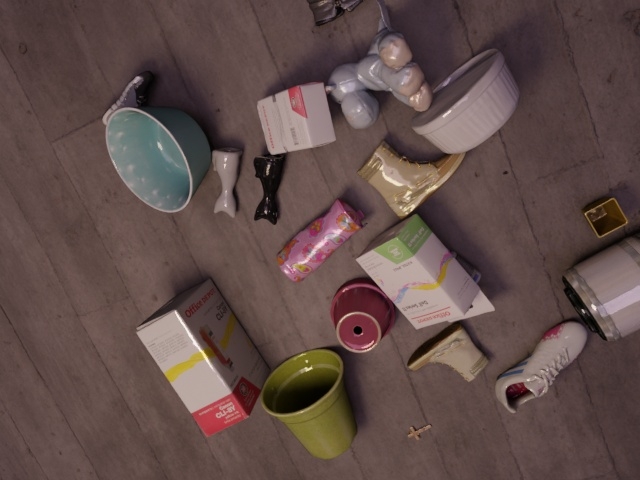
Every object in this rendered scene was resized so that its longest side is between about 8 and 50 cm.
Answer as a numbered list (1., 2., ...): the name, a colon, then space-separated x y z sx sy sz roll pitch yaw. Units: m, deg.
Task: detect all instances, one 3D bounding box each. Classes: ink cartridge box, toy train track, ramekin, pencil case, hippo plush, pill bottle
1. ink cartridge box: -0.346 0.347 1.537 0.160 0.279 0.385 -29 99 15
2. toy train track: 0.326 0.626 1.640 0.083 0.014 0.048 -30 91 10
3. ramekin: 0.369 -0.336 1.245 0.127 0.273 0.273 42 108 -16
4. pencil case: 0.000 0.000 1.471 0.284 0.124 0.124 -42 95 16
5. hippo plush: 0.124 -0.417 1.265 0.236 0.234 0.294 -28 95 18
6. ink cartridge box: 0.294 0.122 1.403 0.353 0.119 0.207 48 145 -5
7. pill bottle: 0.389 0.081 1.444 0.137 0.078 0.078 39 108 -2
8. ink cartridge box: -0.069 -0.324 1.343 0.217 0.092 0.159 5 112 54

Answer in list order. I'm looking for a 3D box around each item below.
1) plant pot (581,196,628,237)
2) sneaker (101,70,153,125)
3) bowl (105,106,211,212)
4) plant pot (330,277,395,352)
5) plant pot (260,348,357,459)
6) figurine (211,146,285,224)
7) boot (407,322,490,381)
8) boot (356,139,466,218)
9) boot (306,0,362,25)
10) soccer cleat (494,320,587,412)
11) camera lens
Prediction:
1. plant pot: 0.753 -0.069 1.337 0.081 0.083 0.081 -32 98 15
2. sneaker: -0.536 -0.386 1.480 0.228 0.086 0.132 -37 101 27
3. bowl: -0.437 -0.253 1.419 0.311 0.163 0.312 18 130 23
4. plant pot: 0.121 0.236 1.479 0.201 0.180 0.201 3 107 9
5. plant pot: -0.010 0.529 1.558 0.276 0.276 0.254 -19 112 14
6. figurine: -0.221 -0.159 1.483 0.214 0.092 0.210 9 111 8
7. boot: 0.391 0.372 1.526 0.213 0.077 0.165 -40 98 14
8. boot: 0.251 -0.216 1.381 0.203 0.095 0.262 45 111 -3
9. boot: 0.081 -0.727 1.269 0.338 0.118 0.223 -30 101 27
10. soccer cleat: 0.652 0.378 1.446 0.116 0.143 0.331 40 107 -3
11. camera lens: 0.807 0.119 1.309 0.274 0.219 0.219 -33 97 16
